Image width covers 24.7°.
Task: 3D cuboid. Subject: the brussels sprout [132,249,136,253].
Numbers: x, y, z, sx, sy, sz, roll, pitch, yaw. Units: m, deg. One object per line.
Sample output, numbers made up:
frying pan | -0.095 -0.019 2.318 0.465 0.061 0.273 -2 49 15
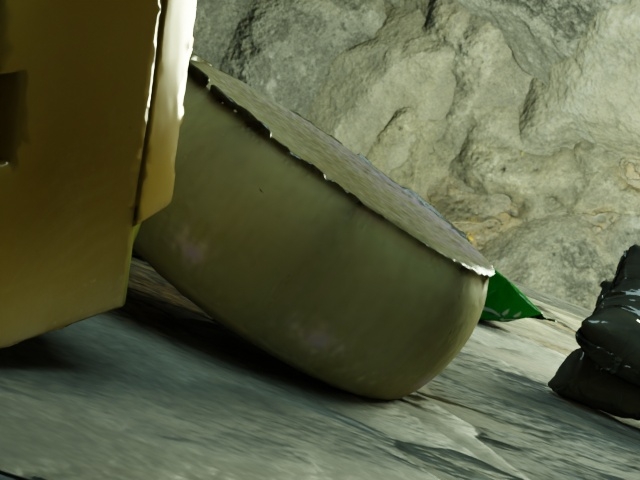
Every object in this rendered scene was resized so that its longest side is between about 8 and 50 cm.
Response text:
brussels sprout | -0.155 -0.015 1.160 0.083 0.046 0.051 20 10 -29

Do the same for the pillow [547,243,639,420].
pillow | 0.394 0.120 1.343 0.326 0.101 0.228 21 30 15

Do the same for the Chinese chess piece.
Chinese chess piece | -0.015 -0.011 0.963 0.270 0.112 0.270 34 10 -6

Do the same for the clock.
clock | -0.225 -0.105 0.681 0.317 0.244 0.200 19 18 21

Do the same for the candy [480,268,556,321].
candy | 0.175 0.053 1.790 0.203 0.078 0.141 25 3 -17
